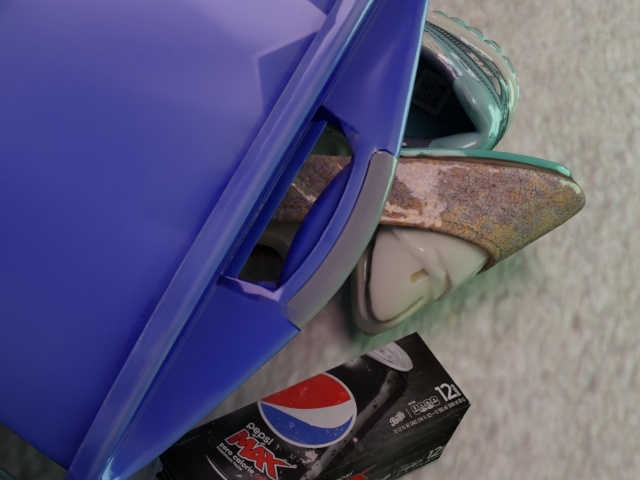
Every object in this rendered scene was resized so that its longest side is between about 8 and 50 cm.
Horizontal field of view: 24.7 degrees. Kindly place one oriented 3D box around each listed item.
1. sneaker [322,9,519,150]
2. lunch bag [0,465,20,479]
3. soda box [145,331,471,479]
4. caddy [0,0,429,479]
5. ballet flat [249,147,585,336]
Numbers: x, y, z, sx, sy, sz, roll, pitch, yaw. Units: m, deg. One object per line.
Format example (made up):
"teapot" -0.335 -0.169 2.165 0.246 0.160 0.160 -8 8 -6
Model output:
"sneaker" -0.009 -0.125 0.892 0.283 0.110 0.122 19 19 -1
"lunch bag" -0.170 0.206 0.551 0.224 0.108 0.279 3 36 -37
"soda box" -0.006 0.109 0.758 0.169 0.060 0.053 -21 60 -32
"caddy" -0.058 -0.039 0.666 0.179 0.241 0.341 30 82 -1
"ballet flat" 0.000 0.000 0.841 0.316 0.107 0.106 5 70 -8
